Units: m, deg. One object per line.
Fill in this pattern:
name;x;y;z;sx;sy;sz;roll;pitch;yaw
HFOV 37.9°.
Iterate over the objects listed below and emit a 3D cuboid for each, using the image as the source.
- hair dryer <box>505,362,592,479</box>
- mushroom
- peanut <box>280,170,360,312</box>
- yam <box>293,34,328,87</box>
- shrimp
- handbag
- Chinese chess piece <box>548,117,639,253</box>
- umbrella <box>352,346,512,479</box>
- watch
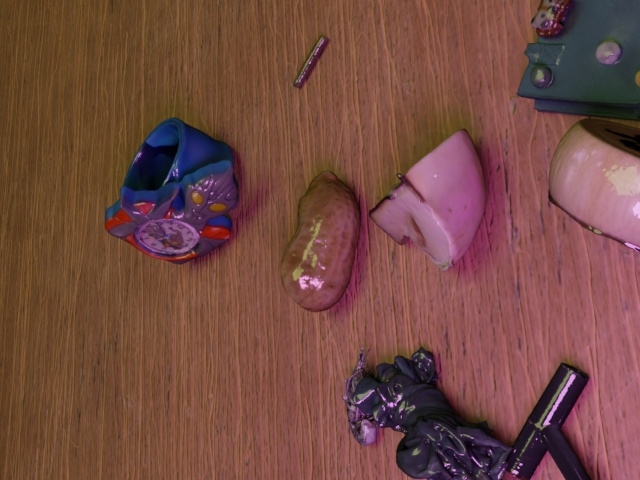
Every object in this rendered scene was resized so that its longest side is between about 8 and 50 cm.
hair dryer;0.336;0.276;1.227;0.173;0.050;0.195;-65;26;11
mushroom;0.203;-0.060;1.465;0.162;0.173;0.236;52;164;2
peanut;0.000;0.000;1.638;0.137;0.122;0.253;4;78;54
yam;-0.021;-0.354;1.844;0.116;0.021;0.021;-57;45;16
shrimp;0.070;0.253;1.532;0.065;0.057;0.165;-9;80;60
handbag;0.424;-0.307;1.323;0.274;0.100;0.268;20;93;46
Chinese chess piece;0.410;-0.062;1.145;0.257;0.257;0.104;39;119;45
umbrella;0.169;0.282;1.351;0.143;0.094;0.349;-42;34;3
watch;-0.284;-0.131;1.909;0.305;0.241;0.274;-36;41;32
